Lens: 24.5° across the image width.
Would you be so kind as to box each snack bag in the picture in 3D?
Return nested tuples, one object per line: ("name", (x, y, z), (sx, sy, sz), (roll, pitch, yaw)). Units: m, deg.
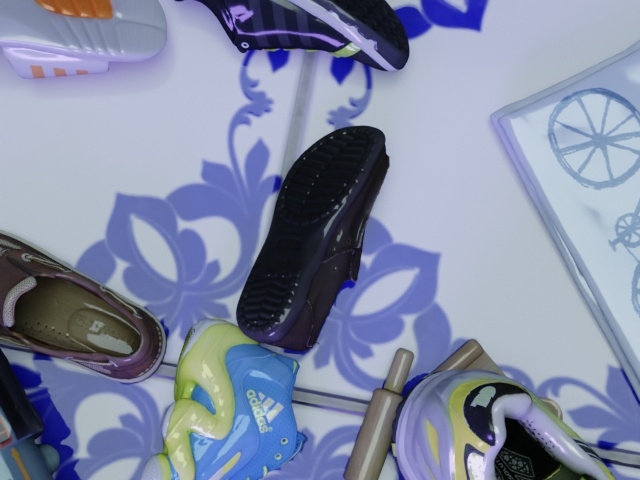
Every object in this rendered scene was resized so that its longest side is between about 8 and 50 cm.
("snack bag", (0.370, -0.049, 1.304), (0.342, 0.037, 0.323), (-28, 84, -3))

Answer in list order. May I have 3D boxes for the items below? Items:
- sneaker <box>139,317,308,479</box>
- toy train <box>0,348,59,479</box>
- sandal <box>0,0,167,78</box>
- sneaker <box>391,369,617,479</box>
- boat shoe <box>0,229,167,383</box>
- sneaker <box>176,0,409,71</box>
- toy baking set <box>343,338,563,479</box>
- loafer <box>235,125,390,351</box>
("sneaker", (-0.082, 0.191, 1.241), (0.126, 0.091, 0.240), (16, 83, -1))
("toy train", (-0.288, 0.244, 1.215), (0.190, 0.142, 0.334), (-28, 84, -13))
("sandal", (-0.269, -0.191, 1.295), (0.265, 0.076, 0.102), (3, 61, -12))
("sneaker", (0.208, 0.267, 1.187), (0.385, 0.147, 0.145), (47, 73, -5))
("boat shoe", (-0.253, 0.045, 1.255), (0.257, 0.095, 0.095), (18, 83, 2))
("sneaker", (-0.033, -0.204, 1.312), (0.234, 0.084, 0.097), (30, 122, -6))
("toy baking set", (0.115, 0.216, 1.269), (0.196, 0.030, 0.256), (24, 83, 2))
("loafer", (0.000, 0.000, 1.283), (0.080, 0.078, 0.220), (15, 70, 40))
